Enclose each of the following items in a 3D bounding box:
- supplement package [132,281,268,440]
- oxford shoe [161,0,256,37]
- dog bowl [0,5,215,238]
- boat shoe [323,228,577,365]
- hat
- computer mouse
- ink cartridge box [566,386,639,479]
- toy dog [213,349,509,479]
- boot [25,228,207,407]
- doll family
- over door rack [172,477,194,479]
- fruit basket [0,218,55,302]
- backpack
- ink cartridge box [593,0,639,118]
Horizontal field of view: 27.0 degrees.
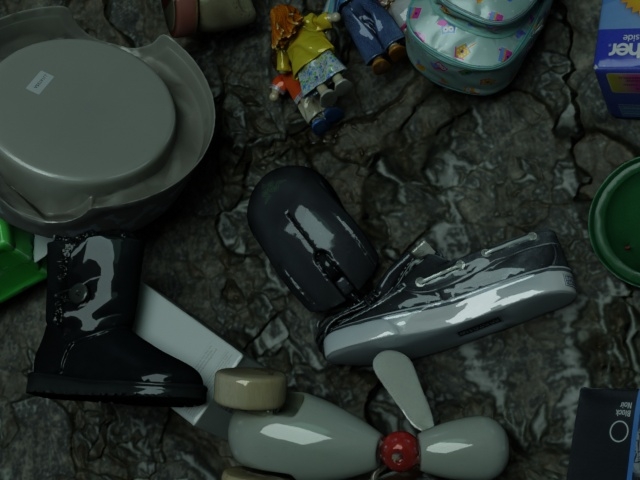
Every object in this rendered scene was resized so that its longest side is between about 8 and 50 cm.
[{"bbox_3d":[-0.168,0.149,1.648,0.179,0.105,0.105,33,86,27],"label":"supplement package"},{"bbox_3d":[-0.162,-0.440,1.824,0.130,0.123,0.348,-4,79,-15],"label":"oxford shoe"},{"bbox_3d":[-0.315,-0.148,1.726,0.348,0.102,0.349,7,51,-9],"label":"dog bowl"},{"bbox_3d":[0.141,0.063,1.555,0.301,0.108,0.102,-20,66,12],"label":"boat shoe"},{"bbox_3d":[0.381,-0.049,1.454,0.208,0.183,0.173,4,73,23],"label":"hat"},{"bbox_3d":[0.000,0.000,1.652,0.188,0.072,0.272,-44,62,4],"label":"computer mouse"},{"bbox_3d":[0.328,0.320,1.385,0.165,0.065,0.333,-5,69,44],"label":"ink cartridge box"},{"bbox_3d":[0.032,0.227,1.514,0.333,0.161,0.220,23,99,2],"label":"toy dog"},{"bbox_3d":[-0.235,0.089,1.581,0.246,0.094,0.207,0,76,28],"label":"boot"},{"bbox_3d":[0.027,-0.274,1.710,0.263,0.118,0.163,-34,66,6],"label":"doll family"},{"bbox_3d":[-0.167,0.435,1.546,0.239,0.108,0.324,-8,69,20],"label":"over door rack"},{"bbox_3d":[-0.497,-0.058,1.850,0.327,0.165,0.353,-29,48,10],"label":"fruit basket"},{"bbox_3d":[0.190,-0.280,1.621,0.165,0.144,0.188,25,79,6],"label":"backpack"},{"bbox_3d":[0.467,-0.286,1.527,0.270,0.151,0.396,3,74,23],"label":"ink cartridge box"}]
